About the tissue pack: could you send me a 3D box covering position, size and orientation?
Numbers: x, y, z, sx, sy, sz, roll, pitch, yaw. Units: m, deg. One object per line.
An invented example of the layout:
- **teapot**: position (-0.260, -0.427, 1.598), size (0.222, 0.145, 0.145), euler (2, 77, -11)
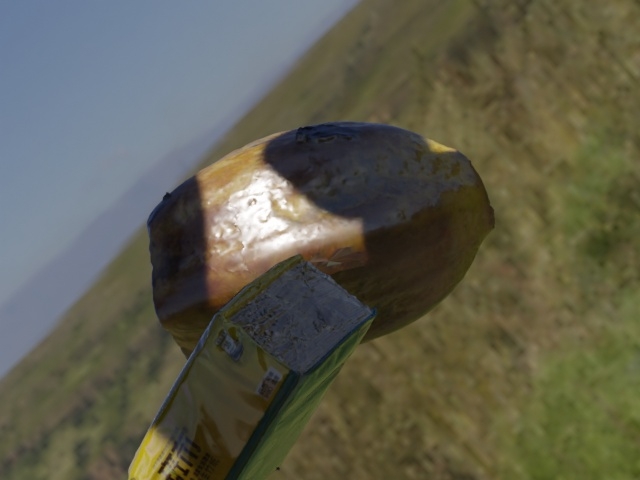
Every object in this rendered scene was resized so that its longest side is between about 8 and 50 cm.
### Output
- **tissue pack**: position (-0.050, 0.103, 1.300), size (0.120, 0.082, 0.169), euler (-38, -17, -54)

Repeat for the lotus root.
- **lotus root**: position (-0.002, -0.005, 1.607), size (0.291, 0.193, 0.193), euler (-17, 2, -1)
